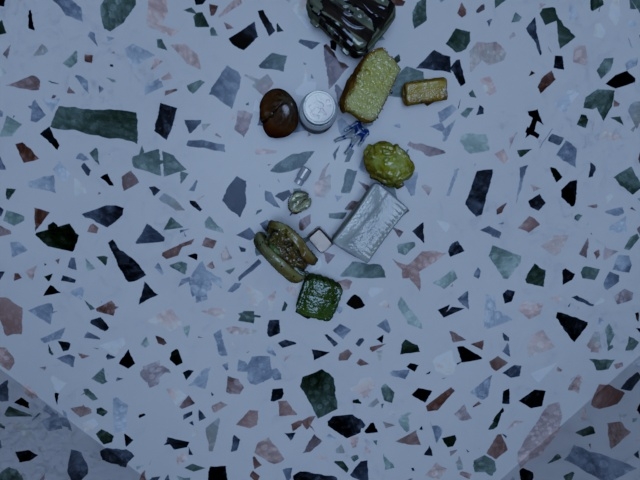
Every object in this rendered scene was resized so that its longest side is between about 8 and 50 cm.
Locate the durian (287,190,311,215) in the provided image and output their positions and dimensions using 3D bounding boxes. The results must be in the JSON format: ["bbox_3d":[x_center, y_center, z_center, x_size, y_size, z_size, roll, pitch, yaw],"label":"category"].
[{"bbox_3d":[-0.112,-0.176,1.943,0.110,0.071,0.140,38,83,-13],"label":"durian"}]

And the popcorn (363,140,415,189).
[{"bbox_3d":[0.307,-0.335,1.855,0.192,0.233,0.266,-57,137,-18],"label":"popcorn"}]

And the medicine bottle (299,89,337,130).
[{"bbox_3d":[-0.011,-0.564,1.767,0.170,0.293,0.170,-1,101,-3],"label":"medicine bottle"}]

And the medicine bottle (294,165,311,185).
[{"bbox_3d":[-0.086,-0.311,1.930,0.052,0.052,0.089,32,97,-7],"label":"medicine bottle"}]

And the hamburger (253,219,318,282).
[{"bbox_3d":[-0.164,0.049,1.888,0.318,0.277,0.195,44,87,-4],"label":"hamburger"}]

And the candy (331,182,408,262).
[{"bbox_3d":[0.232,-0.086,1.936,0.208,0.145,0.359,34,98,-9],"label":"candy"}]

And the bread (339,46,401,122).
[{"bbox_3d":[0.207,-0.679,1.810,0.194,0.179,0.340,28,83,-12],"label":"bread"}]

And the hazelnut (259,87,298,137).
[{"bbox_3d":[-0.191,-0.574,1.814,0.181,0.181,0.212,-24,101,1],"label":"hazelnut"}]

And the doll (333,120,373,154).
[{"bbox_3d":[0.180,-0.514,1.905,0.227,0.057,0.114,-40,93,14],"label":"doll"}]

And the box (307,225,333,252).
[{"bbox_3d":[0.000,0.000,1.983,0.089,0.062,0.122,-41,98,5],"label":"box"}]

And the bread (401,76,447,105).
[{"bbox_3d":[0.486,-0.694,1.869,0.211,0.083,0.114,-7,105,-1],"label":"bread"}]

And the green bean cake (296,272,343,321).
[{"bbox_3d":[-0.007,0.286,2.007,0.200,0.113,0.214,18,98,-4],"label":"green bean cake"}]

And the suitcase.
[{"bbox_3d":[0.152,-1.016,1.747,0.351,0.194,0.339,41,89,-5],"label":"suitcase"}]
